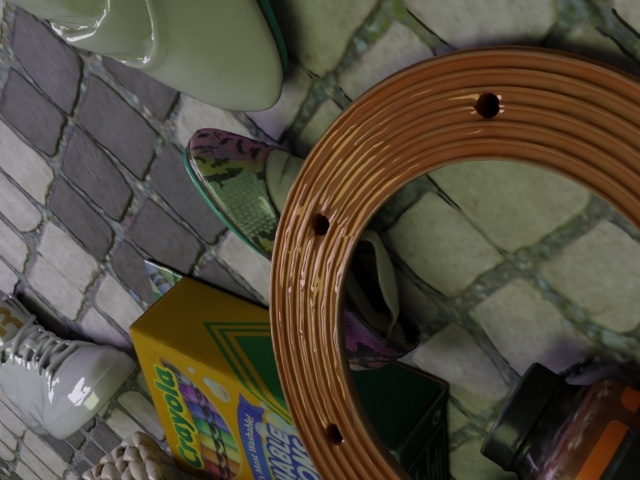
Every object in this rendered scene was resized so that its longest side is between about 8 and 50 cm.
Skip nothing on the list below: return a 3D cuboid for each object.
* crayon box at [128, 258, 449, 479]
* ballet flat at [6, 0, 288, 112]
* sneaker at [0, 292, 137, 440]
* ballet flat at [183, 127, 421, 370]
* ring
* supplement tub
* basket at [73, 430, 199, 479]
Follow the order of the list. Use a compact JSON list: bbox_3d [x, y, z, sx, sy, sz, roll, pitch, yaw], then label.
[{"bbox_3d":[-0.045,0.161,0.814,0.323,0.083,0.203,20,137,30],"label":"crayon box"},{"bbox_3d":[-0.165,-0.215,0.503,0.139,0.139,0.400,-3,127,45],"label":"ballet flat"},{"bbox_3d":[-0.327,0.135,1.040,0.169,0.108,0.292,49,145,-12],"label":"sneaker"},{"bbox_3d":[0.000,0.000,0.633,0.079,0.077,0.221,-23,114,32],"label":"ballet flat"},{"bbox_3d":[0.104,0.062,0.514,0.336,0.032,0.337,11,108,37],"label":"ring"},{"bbox_3d":[0.200,0.155,0.556,0.198,0.106,0.106,32,142,18],"label":"supplement tub"},{"bbox_3d":[-0.144,0.414,0.871,0.331,0.266,0.328,49,175,-31],"label":"basket"}]
